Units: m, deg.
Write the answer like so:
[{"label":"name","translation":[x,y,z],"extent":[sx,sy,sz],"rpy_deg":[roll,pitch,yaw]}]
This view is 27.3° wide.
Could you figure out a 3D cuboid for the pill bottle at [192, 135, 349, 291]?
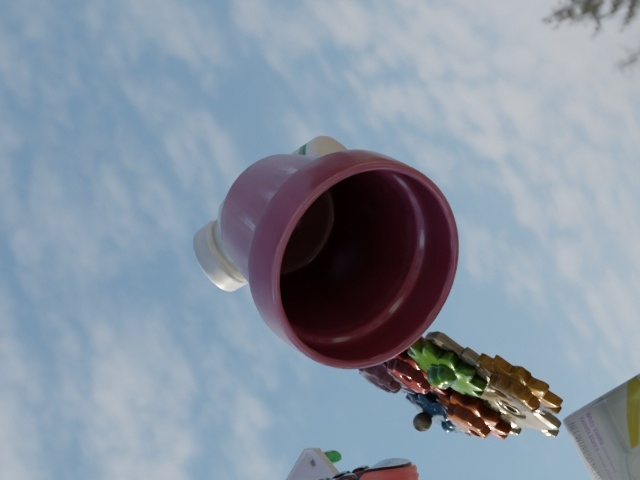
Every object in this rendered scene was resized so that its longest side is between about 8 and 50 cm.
[{"label":"pill bottle","translation":[-0.048,-0.025,1.570],"extent":[0.117,0.208,0.117],"rpy_deg":[44,-153,-29]}]

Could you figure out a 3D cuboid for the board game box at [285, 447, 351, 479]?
[{"label":"board game box","translation":[0.037,0.532,1.725],"extent":[0.050,0.390,0.390],"rpy_deg":[-7,-135,-46]}]

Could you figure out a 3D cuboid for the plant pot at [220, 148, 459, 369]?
[{"label":"plant pot","translation":[0.000,0.000,1.255],"extent":[0.201,0.201,0.180],"rpy_deg":[42,172,-35]}]

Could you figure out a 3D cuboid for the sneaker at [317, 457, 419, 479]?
[{"label":"sneaker","translation":[-0.024,0.350,1.482],"extent":[0.116,0.314,0.136],"rpy_deg":[4,-113,-72]}]

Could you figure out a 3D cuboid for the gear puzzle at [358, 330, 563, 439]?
[{"label":"gear puzzle","translation":[0.142,0.156,1.302],"extent":[0.175,0.339,0.044],"rpy_deg":[37,-107,-12]}]

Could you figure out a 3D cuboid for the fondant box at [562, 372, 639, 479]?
[{"label":"fondant box","translation":[0.410,0.213,1.280],"extent":[0.096,0.330,0.238],"rpy_deg":[-15,-109,-34]}]
